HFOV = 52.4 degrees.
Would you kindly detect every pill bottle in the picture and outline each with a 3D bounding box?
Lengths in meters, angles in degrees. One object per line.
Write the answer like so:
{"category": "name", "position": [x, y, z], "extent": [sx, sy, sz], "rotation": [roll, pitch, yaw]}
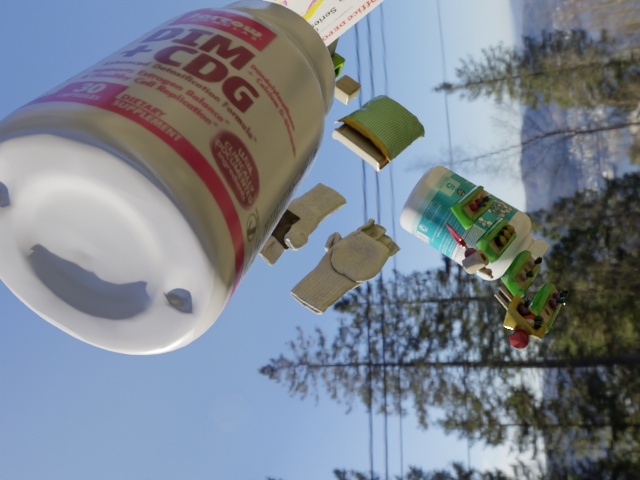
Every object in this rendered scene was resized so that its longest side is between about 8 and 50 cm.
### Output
{"category": "pill bottle", "position": [0.295, -0.022, 1.241], "extent": [0.146, 0.264, 0.146], "rotation": [-50, -18, -22]}
{"category": "pill bottle", "position": [-0.089, -0.070, 0.464], "extent": [0.283, 0.160, 0.160], "rotation": [-64, -35, -53]}

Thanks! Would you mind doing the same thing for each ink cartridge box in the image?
{"category": "ink cartridge box", "position": [-0.016, -0.508, 1.234], "extent": [0.117, 0.201, 0.278], "rotation": [59, -167, 24]}

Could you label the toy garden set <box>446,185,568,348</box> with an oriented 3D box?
{"category": "toy garden set", "position": [0.292, 0.035, 1.008], "extent": [0.244, 0.049, 0.204], "rotation": [54, -143, 2]}

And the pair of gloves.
{"category": "pair of gloves", "position": [0.000, 0.000, 1.116], "extent": [0.204, 0.240, 0.042], "rotation": [-33, -36, -21]}

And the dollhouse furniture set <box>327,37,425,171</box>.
{"category": "dollhouse furniture set", "position": [0.094, -0.328, 1.488], "extent": [0.197, 0.301, 0.151], "rotation": [-43, -16, -31]}
